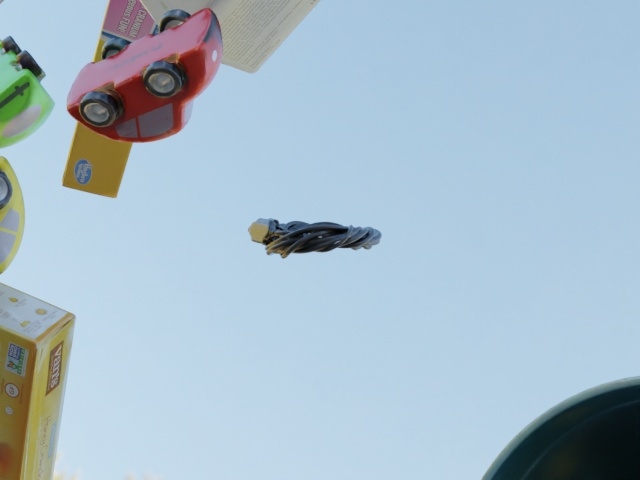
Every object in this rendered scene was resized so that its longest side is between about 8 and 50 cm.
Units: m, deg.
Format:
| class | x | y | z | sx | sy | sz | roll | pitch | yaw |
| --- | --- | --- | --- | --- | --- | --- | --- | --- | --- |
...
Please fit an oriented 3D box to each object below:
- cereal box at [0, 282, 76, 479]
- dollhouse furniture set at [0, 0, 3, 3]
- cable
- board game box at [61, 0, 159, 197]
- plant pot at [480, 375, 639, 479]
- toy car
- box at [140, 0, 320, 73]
| class | x | y | z | sx | sy | sz | roll | pitch | yaw |
| --- | --- | --- | --- | --- | --- | --- | --- | --- | --- |
| cereal box | -0.271 | 0.080 | 0.738 | 0.240 | 0.047 | 0.173 | 20 | -61 | 14 |
| dollhouse furniture set | -0.233 | -0.201 | 0.544 | 0.161 | 0.212 | 0.242 | -38 | -108 | 19 |
| cable | 0.000 | 0.000 | 1.480 | 0.184 | 0.150 | 0.047 | -174 | -93 | -66 |
| board game box | -0.205 | -0.241 | 1.311 | 0.064 | 0.242 | 0.317 | 14 | -47 | -13 |
| plant pot | 0.252 | 0.234 | 0.766 | 0.271 | 0.272 | 0.255 | 9 | -7 | 30 |
| toy car | -0.176 | -0.069 | 0.736 | 0.053 | 0.239 | 0.225 | 55 | -8 | -34 |
| box | -0.061 | -0.182 | 0.779 | 0.102 | 0.087 | 0.101 | -45 | -117 | 20 |
